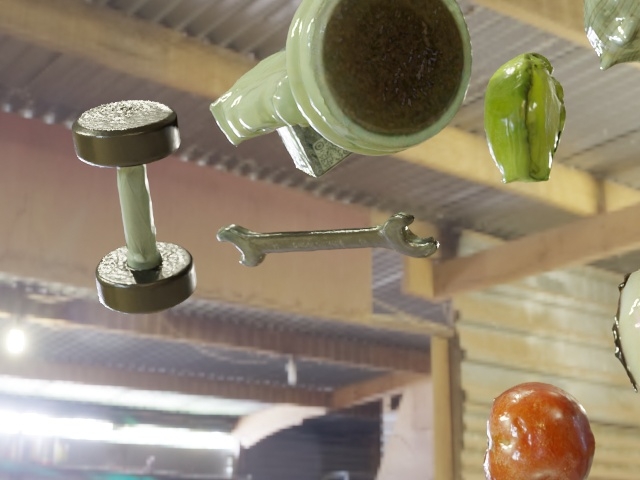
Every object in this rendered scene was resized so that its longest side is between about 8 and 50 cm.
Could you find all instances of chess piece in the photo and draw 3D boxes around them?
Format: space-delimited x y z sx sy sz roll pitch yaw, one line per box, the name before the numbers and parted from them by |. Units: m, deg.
chess piece | 0.007 -0.165 1.049 0.176 0.175 0.298 8 -2 -25

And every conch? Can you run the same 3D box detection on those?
conch | 0.344 -0.261 1.153 0.137 0.114 0.234 -27 -69 15

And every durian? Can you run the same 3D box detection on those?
durian | 0.311 -0.197 1.627 0.101 0.250 0.139 -12 -33 32

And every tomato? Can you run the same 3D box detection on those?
tomato | 0.388 0.359 1.884 0.189 0.232 0.232 6 -16 13

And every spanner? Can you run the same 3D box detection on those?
spanner | 0.000 0.000 0.990 0.255 0.015 0.054 -3 -50 41

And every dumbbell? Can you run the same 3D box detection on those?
dumbbell | -0.178 -0.032 1.033 0.100 0.191 0.100 -3 24 2

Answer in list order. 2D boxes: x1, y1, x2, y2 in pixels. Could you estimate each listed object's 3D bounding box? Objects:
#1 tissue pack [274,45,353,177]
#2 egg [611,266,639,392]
tissue pack | 0.045 -0.236 1.558 0.081 0.257 0.185 35 -21 49
egg | 0.593 0.136 1.519 0.337 0.337 0.201 11 -32 -32
